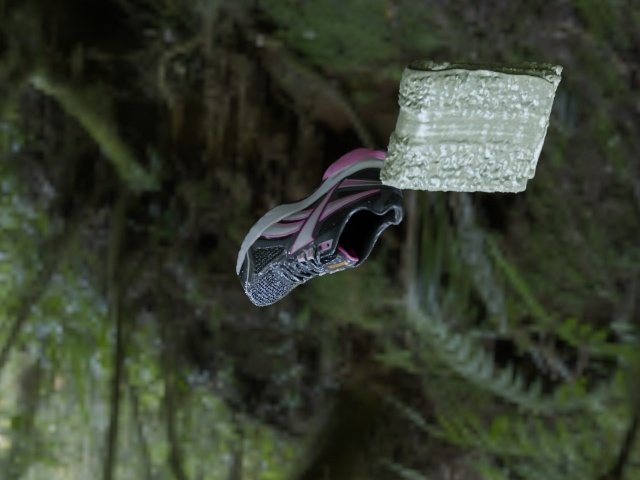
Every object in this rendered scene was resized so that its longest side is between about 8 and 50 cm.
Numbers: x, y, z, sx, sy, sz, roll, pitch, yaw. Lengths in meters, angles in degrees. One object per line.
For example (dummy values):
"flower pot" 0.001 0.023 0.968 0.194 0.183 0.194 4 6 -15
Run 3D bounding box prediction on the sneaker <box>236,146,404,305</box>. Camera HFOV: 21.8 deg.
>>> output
"sneaker" 0.000 0.000 1.414 0.072 0.178 0.077 26 -151 -38

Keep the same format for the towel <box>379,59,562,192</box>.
"towel" 0.116 -0.088 1.276 0.148 0.110 0.027 -3 -152 -32
